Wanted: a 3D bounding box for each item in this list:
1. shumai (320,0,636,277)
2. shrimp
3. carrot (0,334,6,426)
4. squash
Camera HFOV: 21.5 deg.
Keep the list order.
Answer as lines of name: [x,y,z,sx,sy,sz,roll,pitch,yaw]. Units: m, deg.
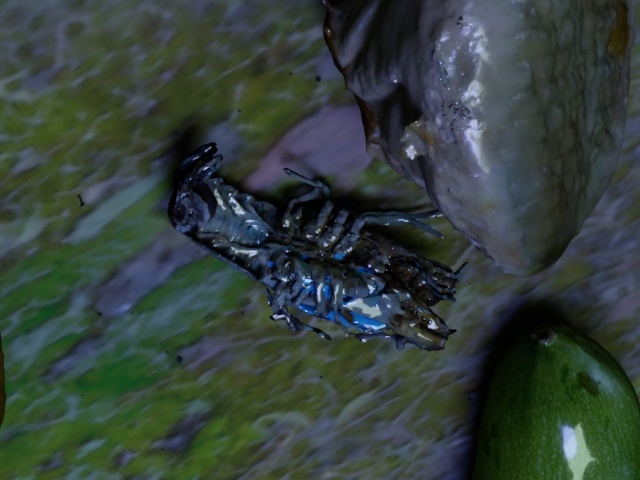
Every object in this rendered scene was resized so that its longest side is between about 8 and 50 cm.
shumai: [0.063,-0.088,0.717,0.120,0.201,0.201,8,138,27]
shrimp: [-0.003,0.000,0.807,0.174,0.076,0.082,26,73,-30]
carrot: [-0.278,0.087,0.645,0.241,0.241,0.341,27,113,-35]
squash: [0.128,0.211,0.983,0.107,0.107,0.395,-6,127,-16]
